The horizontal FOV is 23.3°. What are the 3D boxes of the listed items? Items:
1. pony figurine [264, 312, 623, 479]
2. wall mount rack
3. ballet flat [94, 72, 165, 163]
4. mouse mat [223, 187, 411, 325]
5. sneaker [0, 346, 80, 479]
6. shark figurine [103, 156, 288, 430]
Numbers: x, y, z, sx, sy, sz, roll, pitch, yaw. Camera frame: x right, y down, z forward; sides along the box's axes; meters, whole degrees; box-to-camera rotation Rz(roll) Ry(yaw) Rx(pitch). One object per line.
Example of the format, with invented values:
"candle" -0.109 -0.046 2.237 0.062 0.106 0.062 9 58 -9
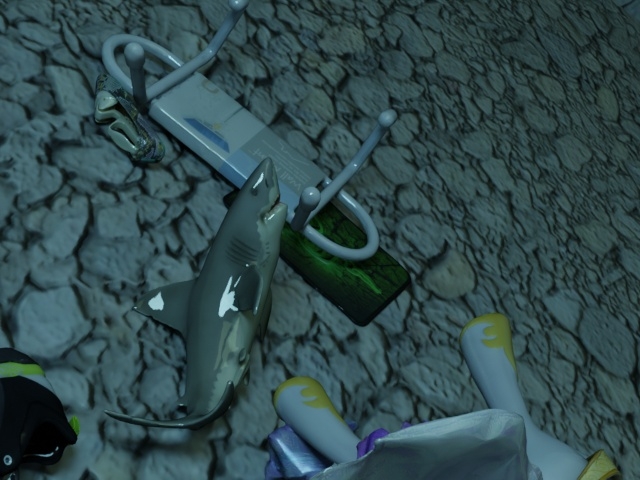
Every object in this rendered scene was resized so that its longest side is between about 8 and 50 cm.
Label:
"pony figurine" 0.110 0.202 1.124 0.351 0.303 0.363 -16 27 -24
"wall mount rack" -0.069 -0.115 1.508 0.350 0.130 0.304 38 29 2
"ballet flat" -0.192 -0.116 1.480 0.041 0.041 0.114 -6 50 -52
"mouse mat" 0.000 0.000 1.565 0.189 0.007 0.152 41 29 6
"sneaker" -0.238 0.137 1.021 0.097 0.084 0.234 47 30 12
"shark figurine" -0.105 0.076 1.279 0.116 0.166 0.278 13 49 5
